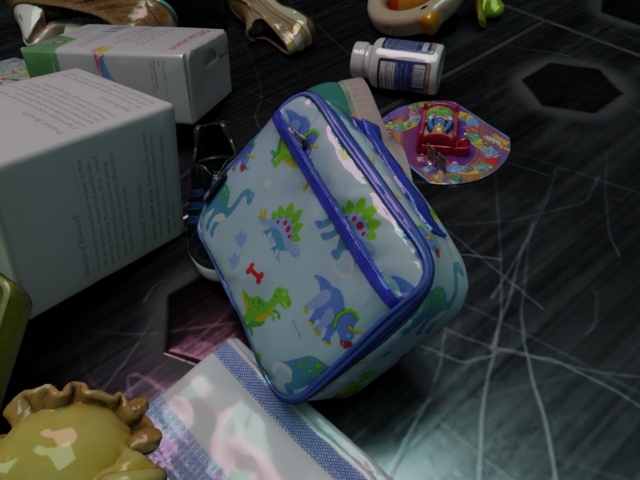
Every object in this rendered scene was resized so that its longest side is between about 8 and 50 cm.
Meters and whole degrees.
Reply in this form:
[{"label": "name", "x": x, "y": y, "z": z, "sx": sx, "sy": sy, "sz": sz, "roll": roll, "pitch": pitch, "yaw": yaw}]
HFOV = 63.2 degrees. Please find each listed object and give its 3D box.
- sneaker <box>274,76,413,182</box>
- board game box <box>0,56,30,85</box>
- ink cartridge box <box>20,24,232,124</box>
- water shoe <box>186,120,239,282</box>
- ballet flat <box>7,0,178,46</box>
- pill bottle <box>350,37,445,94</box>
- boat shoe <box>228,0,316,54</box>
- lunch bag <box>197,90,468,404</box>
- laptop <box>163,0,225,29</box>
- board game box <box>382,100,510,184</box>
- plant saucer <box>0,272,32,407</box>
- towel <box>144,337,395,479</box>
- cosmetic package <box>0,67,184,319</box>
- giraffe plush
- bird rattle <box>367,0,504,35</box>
[{"label": "sneaker", "x": 0.017, "y": -0.073, "z": 0.554, "sx": 0.121, "sy": 0.108, "sz": 0.302, "roll": -11, "pitch": 41, "yaw": -3}, {"label": "board game box", "x": -0.452, "y": -0.230, "z": 0.752, "sx": 0.154, "sy": 0.026, "sz": 0.103, "roll": 22, "pitch": 42, "yaw": 34}, {"label": "ink cartridge box", "x": -0.242, "y": -0.224, "z": 0.690, "sx": 0.212, "sy": 0.093, "sz": 0.154, "roll": 4, "pitch": 32, "yaw": 9}, {"label": "water shoe", "x": -0.114, "y": -0.047, "z": 0.550, "sx": 0.073, "sy": 0.080, "sz": 0.203, "roll": -13, "pitch": 49, "yaw": -6}, {"label": "ballet flat", "x": -0.392, "y": -0.340, "z": 0.835, "sx": 0.342, "sy": 0.116, "sz": 0.124, "roll": 16, "pitch": 71, "yaw": 14}, {"label": "pill bottle", "x": 0.105, "y": -0.240, "z": 0.714, "sx": 0.120, "sy": 0.067, "sz": 0.067, "roll": 13, "pitch": 51, "yaw": 16}, {"label": "boat shoe", "x": -0.096, "y": -0.353, "z": 0.838, "sx": 0.072, "sy": 0.068, "sz": 0.190, "roll": -44, "pitch": 58, "yaw": -16}, {"label": "lunch bag", "x": 0.000, "y": 0.000, "z": 0.418, "sx": 0.176, "sy": 0.090, "sz": 0.219, "roll": -43, "pitch": 57, "yaw": 24}, {"label": "laptop", "x": -0.268, "y": -0.499, "z": 0.931, "sx": 0.234, "sy": 0.136, "sz": 0.264, "roll": 1, "pitch": 48, "yaw": 5}, {"label": "board game box", "x": 0.151, "y": -0.138, "z": 0.642, "sx": 0.133, "sy": 0.033, "sz": 0.169, "roll": -27, "pitch": 52, "yaw": -18}, {"label": "plant saucer", "x": -0.310, "y": 0.082, "z": 0.423, "sx": 0.188, "sy": 0.045, "sz": 0.188, "roll": 25, "pitch": 99, "yaw": 25}, {"label": "towel", "x": -0.103, "y": 0.210, "z": 0.353, "sx": 0.285, "sy": 0.034, "sz": 0.209, "roll": -38, "pitch": 55, "yaw": -25}, {"label": "cosmetic package", "x": -0.253, "y": -0.057, "z": 0.498, "sx": 0.151, "sy": 0.151, "sz": 0.183, "roll": 25, "pitch": 40, "yaw": 26}, {"label": "giraffe plush", "x": -0.187, "y": 0.149, "z": 0.307, "sx": 0.170, "sy": 0.210, "sz": 0.181, "roll": -1, "pitch": 34, "yaw": -31}, {"label": "bird rattle", "x": 0.158, "y": -0.416, "z": 0.835, "sx": 0.253, "sy": 0.143, "sz": 0.207, "roll": 28, "pitch": 72, "yaw": 30}]
